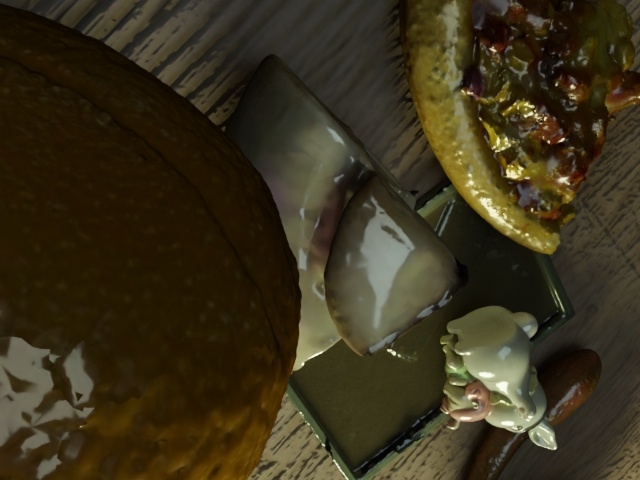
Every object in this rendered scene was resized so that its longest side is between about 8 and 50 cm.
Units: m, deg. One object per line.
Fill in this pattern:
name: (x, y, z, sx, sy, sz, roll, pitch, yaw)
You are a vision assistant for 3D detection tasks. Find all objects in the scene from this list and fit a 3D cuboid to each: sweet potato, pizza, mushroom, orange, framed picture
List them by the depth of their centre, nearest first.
orange: (-0.194, 0.031, 0.440, 0.357, 0.322, 0.322, 31, 92, -4)
mushroom: (-0.025, -0.011, 0.585, 0.173, 0.236, 0.162, 43, 98, -14)
pizza: (0.186, -0.134, 0.696, 0.229, 0.081, 0.289, -33, 110, -20)
framed picture: (0.093, 0.074, 0.761, 0.281, 0.019, 0.209, -35, 117, -11)
sweet potato: (0.199, 0.187, 0.832, 0.214, 0.050, 0.050, -46, 119, 0)

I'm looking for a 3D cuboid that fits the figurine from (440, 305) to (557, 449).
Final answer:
figurine: (0.157, 0.132, 0.769, 0.098, 0.081, 0.146, -5, 121, 22)
